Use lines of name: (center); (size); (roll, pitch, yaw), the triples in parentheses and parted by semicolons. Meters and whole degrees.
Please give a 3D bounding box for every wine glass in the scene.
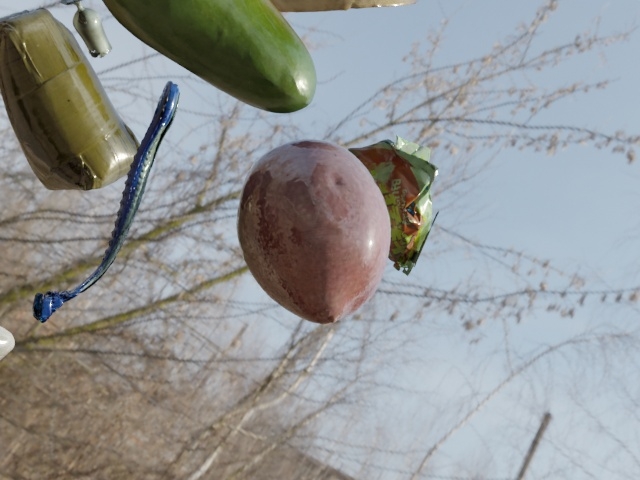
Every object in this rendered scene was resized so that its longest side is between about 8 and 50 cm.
wine glass: (-0.293, -0.274, 0.931); (0.042, 0.039, 0.083); (-5, -46, 13)

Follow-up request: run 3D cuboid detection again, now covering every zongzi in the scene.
zongzi: (-0.436, -0.199, 1.136); (0.300, 0.145, 0.274); (-1, -58, 49)

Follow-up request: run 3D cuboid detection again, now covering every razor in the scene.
razor: (-0.240, -0.045, 0.876); (0.056, 0.324, 0.093); (31, -13, -20)

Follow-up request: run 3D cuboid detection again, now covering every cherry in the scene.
cherry: (0.002, -0.007, 0.970); (0.239, 0.206, 0.240); (34, -42, 37)

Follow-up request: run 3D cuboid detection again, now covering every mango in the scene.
mango: (-0.106, -0.220, 0.709); (0.251, 0.114, 0.156); (32, 11, -11)

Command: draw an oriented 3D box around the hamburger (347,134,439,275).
hamburger: (0.139, -0.091, 1.461); (0.276, 0.150, 0.261); (30, -44, 48)

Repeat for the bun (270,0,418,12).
bun: (0.028, -0.471, 1.212); (0.298, 0.298, 0.165); (15, -63, 42)

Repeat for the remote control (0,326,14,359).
remote control: (-0.530, 0.112, 0.894); (0.313, 0.109, 0.055); (39, 20, -52)
